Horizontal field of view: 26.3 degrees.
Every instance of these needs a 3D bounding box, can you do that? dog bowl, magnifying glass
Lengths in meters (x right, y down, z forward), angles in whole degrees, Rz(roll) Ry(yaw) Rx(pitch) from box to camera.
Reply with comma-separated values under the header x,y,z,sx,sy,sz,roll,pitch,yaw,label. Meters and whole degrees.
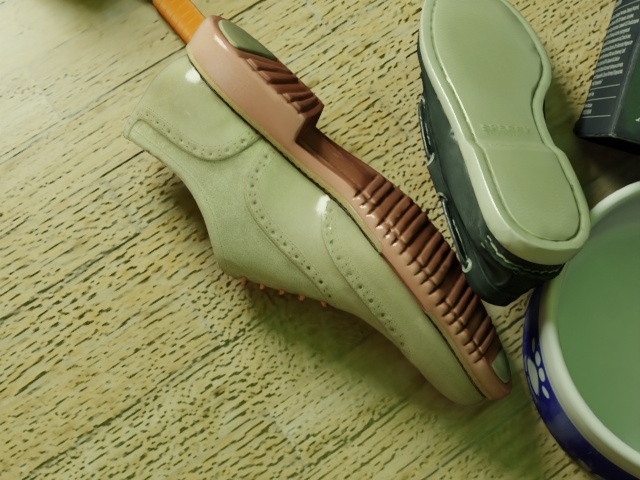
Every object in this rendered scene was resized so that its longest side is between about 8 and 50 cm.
x,y,z,sx,sy,sz,roll,pitch,yaw,label
0.306,0.084,1.144,0.264,0.104,0.265,2,71,-5,dog bowl
-0.159,-0.245,1.254,0.092,0.026,0.231,-37,77,-15,magnifying glass

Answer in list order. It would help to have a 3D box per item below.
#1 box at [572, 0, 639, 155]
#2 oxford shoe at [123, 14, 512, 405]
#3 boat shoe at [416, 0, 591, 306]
x,y,z,sx,sy,sz,roll,pitch,yaw,label
0.431,-0.191,1.153,0.343,0.179,0.313,15,94,0,box
0.000,0.000,1.153,0.146,0.140,0.397,-43,84,15,oxford shoe
0.139,-0.087,1.178,0.127,0.113,0.340,4,48,-22,boat shoe
